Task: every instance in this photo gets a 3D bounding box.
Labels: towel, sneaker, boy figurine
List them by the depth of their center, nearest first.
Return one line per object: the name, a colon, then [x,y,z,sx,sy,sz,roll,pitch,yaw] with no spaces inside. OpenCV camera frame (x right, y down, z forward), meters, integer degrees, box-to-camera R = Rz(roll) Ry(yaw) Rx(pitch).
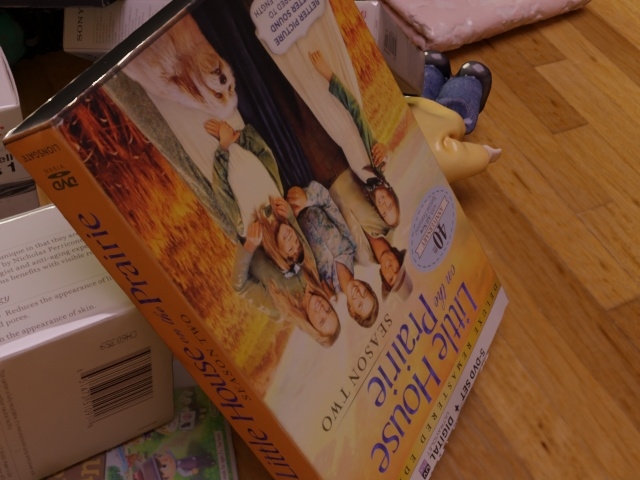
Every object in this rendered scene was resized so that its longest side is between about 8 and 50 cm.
boy figurine: [0.114,-0.108,0.925,0.177,0.092,0.285,18,50,16]
sneaker: [-0.341,-0.243,0.944,0.295,0.124,0.178,4,44,4]
towel: [0.194,-0.411,1.229,0.331,0.053,0.317,-24,56,-27]

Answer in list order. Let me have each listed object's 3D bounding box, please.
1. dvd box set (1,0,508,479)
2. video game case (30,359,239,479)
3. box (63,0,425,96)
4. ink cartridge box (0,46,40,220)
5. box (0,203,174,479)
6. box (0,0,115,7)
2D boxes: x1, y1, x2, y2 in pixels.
dvd box set: [0.000,0.000,0.639,0.062,0.420,0.308,-7,35,41]
video game case: [-0.165,0.197,0.663,0.193,0.023,0.212,-5,51,-13]
box: [-0.068,-0.198,0.854,0.322,0.058,0.232,7,3,18]
ink cartridge box: [-0.339,-0.051,0.717,0.160,0.219,0.093,-16,54,-21]
box: [-0.217,0.083,0.617,0.182,0.181,0.119,-21,54,-25]
box: [-0.319,-0.340,0.895,0.318,0.097,0.395,1,29,9]
